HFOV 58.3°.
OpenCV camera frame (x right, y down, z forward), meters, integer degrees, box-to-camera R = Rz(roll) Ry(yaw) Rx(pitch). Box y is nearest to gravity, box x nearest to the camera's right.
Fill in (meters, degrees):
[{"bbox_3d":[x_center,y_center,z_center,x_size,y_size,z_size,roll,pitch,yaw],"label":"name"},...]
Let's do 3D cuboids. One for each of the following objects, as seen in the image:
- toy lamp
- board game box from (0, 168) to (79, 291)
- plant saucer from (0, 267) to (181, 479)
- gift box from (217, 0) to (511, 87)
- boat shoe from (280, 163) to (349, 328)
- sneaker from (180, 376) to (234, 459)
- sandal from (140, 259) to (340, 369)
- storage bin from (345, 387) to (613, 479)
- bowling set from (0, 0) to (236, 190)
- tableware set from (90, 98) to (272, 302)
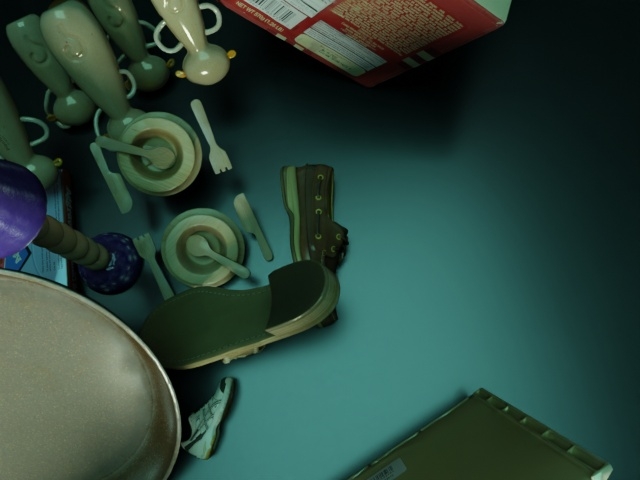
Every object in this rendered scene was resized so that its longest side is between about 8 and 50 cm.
[{"bbox_3d":[-0.238,-0.005,0.504,0.080,0.274,0.080,-1,76,5],"label":"toy lamp"},{"bbox_3d":[-0.335,0.067,0.621,0.145,0.027,0.281,-10,75,0],"label":"board game box"},{"bbox_3d":[-0.280,0.149,0.511,0.311,0.050,0.310,-2,116,-4],"label":"plant saucer"},{"bbox_3d":[0.037,-0.336,0.563,0.255,0.276,0.258,24,79,-31],"label":"gift box"},{"bbox_3d":[0.000,0.000,0.594,0.060,0.064,0.177,-11,73,3],"label":"boat shoe"},{"bbox_3d":[-0.114,0.174,0.575,0.037,0.032,0.083,18,77,8],"label":"sneaker"},{"bbox_3d":[-0.071,0.088,0.568,0.240,0.079,0.088,-19,50,30],"label":"sandal"},{"bbox_3d":[0.079,0.250,0.428,0.262,0.260,0.123,-33,88,-4],"label":"storage bin"},{"bbox_3d":[-0.241,-0.195,0.642,0.287,0.154,0.199,-24,32,1],"label":"bowling set"},{"bbox_3d":[-0.144,-0.037,0.588,0.128,0.039,0.194,-24,101,-2],"label":"tableware set"}]
